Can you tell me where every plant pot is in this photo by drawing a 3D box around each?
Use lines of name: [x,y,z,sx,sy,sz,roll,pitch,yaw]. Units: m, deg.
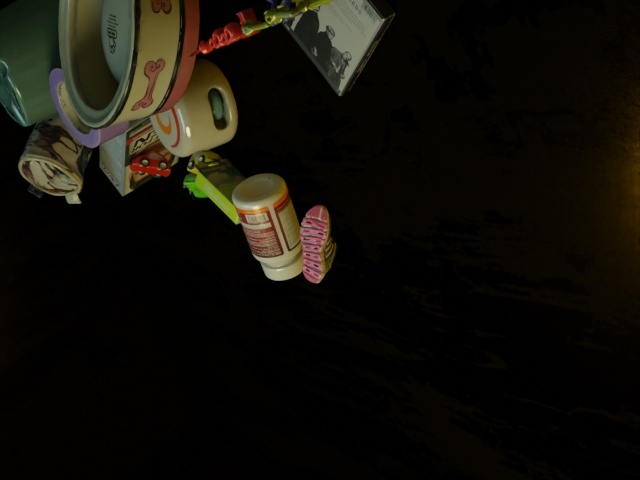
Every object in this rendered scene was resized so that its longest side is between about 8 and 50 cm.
plant pot: [-0.624,-0.457,2.104,0.341,0.334,0.341,44,156,27]

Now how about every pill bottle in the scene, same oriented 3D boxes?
pill bottle: [-0.106,-0.027,1.937,0.121,0.121,0.221,30,146,46]

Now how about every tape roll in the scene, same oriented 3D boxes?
tape roll: [-0.509,-0.305,1.943,0.189,0.080,0.189,33,141,31]

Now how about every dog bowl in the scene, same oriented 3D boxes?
dog bowl: [-0.373,-0.420,1.717,0.408,0.150,0.408,9,101,54]

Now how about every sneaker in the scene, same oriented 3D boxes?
sneaker: [0.000,0.000,1.841,0.063,0.075,0.170,12,116,24]

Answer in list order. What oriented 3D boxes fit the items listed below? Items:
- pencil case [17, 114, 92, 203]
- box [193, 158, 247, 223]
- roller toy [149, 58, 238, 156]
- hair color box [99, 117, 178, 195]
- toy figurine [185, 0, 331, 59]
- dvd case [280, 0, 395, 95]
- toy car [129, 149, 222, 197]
pencil case: [-0.633,-0.297,2.288,0.160,0.410,0.183,0,142,17]
box: [-0.205,-0.115,2.026,0.178,0.109,0.042,44,127,26]
roller toy: [-0.269,-0.282,1.879,0.191,0.146,0.209,57,151,17]
hair color box: [-0.442,-0.268,2.189,0.113,0.185,0.374,51,157,8]
toy figurine: [-0.098,-0.412,1.258,0.362,0.191,0.217,2,118,61]
dvd case: [0.017,-0.351,1.373,0.179,0.029,0.238,53,157,6]
toy car: [-0.327,-0.169,2.196,0.225,0.239,0.053,55,-144,-66]
